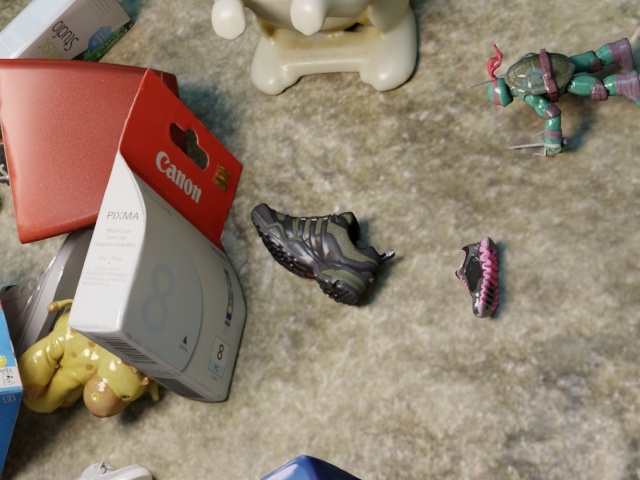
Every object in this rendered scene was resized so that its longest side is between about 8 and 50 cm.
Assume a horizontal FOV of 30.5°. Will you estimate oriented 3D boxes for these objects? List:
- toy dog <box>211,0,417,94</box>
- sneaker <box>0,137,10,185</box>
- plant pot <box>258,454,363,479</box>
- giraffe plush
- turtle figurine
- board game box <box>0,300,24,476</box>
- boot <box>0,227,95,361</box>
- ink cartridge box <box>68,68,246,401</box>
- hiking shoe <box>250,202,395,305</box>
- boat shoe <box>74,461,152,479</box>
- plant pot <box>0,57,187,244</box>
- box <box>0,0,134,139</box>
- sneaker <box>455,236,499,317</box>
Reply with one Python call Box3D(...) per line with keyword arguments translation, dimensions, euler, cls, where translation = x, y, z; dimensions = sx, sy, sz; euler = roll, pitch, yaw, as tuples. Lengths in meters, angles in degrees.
Box3D(translation=(-0.023, -0.447, 1.716), dimensions=(0.285, 0.408, 0.395), euler=(11, 73, 28), cls="toy dog")
Box3D(translation=(-0.450, -0.191, 1.997), dimensions=(0.279, 0.107, 0.118), euler=(-30, 37, 10), cls="sneaker")
Box3D(translation=(-0.027, 0.402, 1.309), dimensions=(0.236, 0.236, 0.212), euler=(-33, 63, 7), cls="plant pot")
Box3D(translation=(-0.322, 0.188, 1.715), dimensions=(0.170, 0.181, 0.210), euler=(31, 100, 21), cls="giraffe plush")
Box3D(translation=(0.320, -0.210, 1.630), dimensions=(0.234, 0.118, 0.175), euler=(-11, 63, 14), cls="turtle figurine")
Box3D(translation=(-0.537, 0.181, 1.747), dimensions=(0.086, 0.308, 0.302), euler=(-5, 55, -28), cls="board game box")
Box3D(translation=(-0.453, 0.084, 1.856), dimensions=(0.123, 0.095, 0.258), euler=(19, 77, 23), cls="boot")
Box3D(translation=(-0.189, -0.001, 1.649), dimensions=(0.091, 0.308, 0.385), euler=(4, 68, 26), cls="ink cartridge box")
Box3D(translation=(0.000, 0.000, 1.708), dimensions=(0.227, 0.086, 0.114), euler=(36, 72, 27), cls="hiking shoe")
Box3D(translation=(-0.327, 0.357, 1.701), dimensions=(0.184, 0.066, 0.063), euler=(-30, 59, 21), cls="boat shoe")
Box3D(translation=(-0.331, -0.151, 1.787), dimensions=(0.236, 0.267, 0.267), euler=(-6, 96, 1), cls="plant pot")
Box3D(translation=(-0.465, -0.303, 1.953), dimensions=(0.322, 0.232, 0.058), euler=(-44, 80, -2), cls="box")
Box3D(translation=(0.211, 0.053, 1.600), dimensions=(0.057, 0.047, 0.119), euler=(-10, 56, 28), cls="sneaker")
